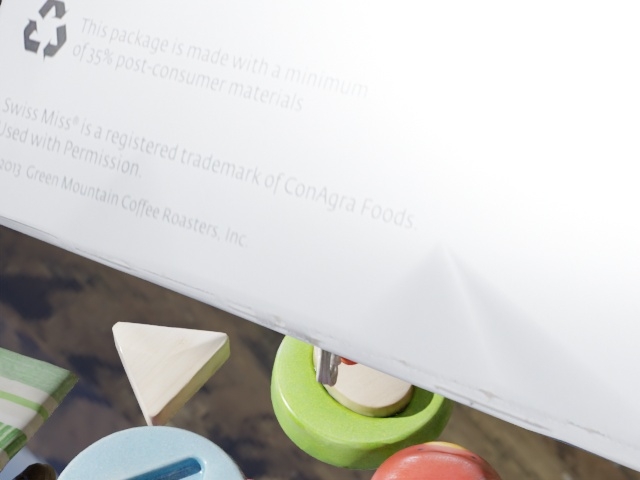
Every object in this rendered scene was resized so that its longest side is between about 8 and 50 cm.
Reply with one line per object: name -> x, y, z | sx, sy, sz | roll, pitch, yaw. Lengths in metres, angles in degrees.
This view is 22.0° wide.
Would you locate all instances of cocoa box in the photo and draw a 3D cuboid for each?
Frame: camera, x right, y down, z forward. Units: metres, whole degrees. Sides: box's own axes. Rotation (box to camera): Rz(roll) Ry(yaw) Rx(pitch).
cocoa box -> 0.110, -0.055, 0.474 | 0.347, 0.232, 0.228 | 18, 179, 38

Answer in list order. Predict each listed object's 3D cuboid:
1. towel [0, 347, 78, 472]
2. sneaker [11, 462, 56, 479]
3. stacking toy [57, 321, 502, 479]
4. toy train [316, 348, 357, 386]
towel -> -0.373, 0.155, 1.350 | 0.247, 0.038, 0.325 | 16, -156, 7
sneaker -> -0.297, 0.264, 1.401 | 0.071, 0.188, 0.066 | 35, 163, -18
stacking toy -> -0.027, 0.130, 1.072 | 0.130, 0.308, 0.280 | 90, 178, -53
toy train -> 0.000, 0.000, 0.997 | 0.046, 0.166, 0.125 | 5, -173, 18
